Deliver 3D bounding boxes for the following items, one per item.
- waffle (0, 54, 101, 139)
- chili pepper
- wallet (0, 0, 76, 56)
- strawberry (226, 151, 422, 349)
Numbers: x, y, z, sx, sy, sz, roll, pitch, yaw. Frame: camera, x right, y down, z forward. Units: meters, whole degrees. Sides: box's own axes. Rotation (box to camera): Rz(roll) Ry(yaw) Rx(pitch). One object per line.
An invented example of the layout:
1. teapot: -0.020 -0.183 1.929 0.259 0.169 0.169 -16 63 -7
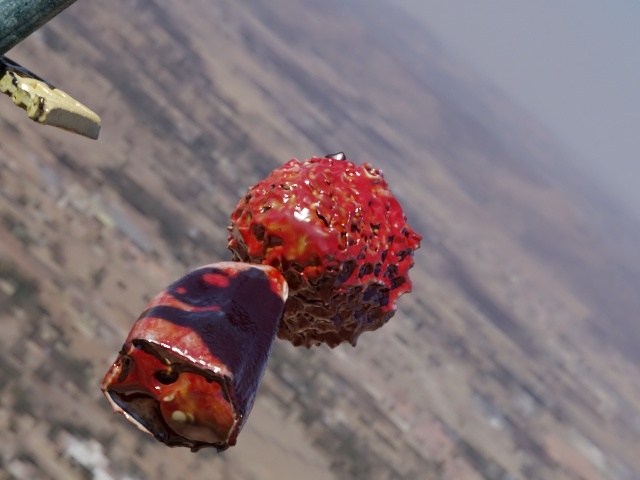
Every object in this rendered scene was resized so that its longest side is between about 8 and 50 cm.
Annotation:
1. waffle: -0.251 -0.128 1.493 0.153 0.023 0.097 33 7 24
2. chili pepper: -0.115 0.096 1.881 0.136 0.144 0.252 67 27 -25
3. wallet: -0.329 -0.156 1.553 0.046 0.379 0.191 52 3 -28
4. strawberry: 0.000 0.000 2.047 0.234 0.234 0.178 42 -4 8
